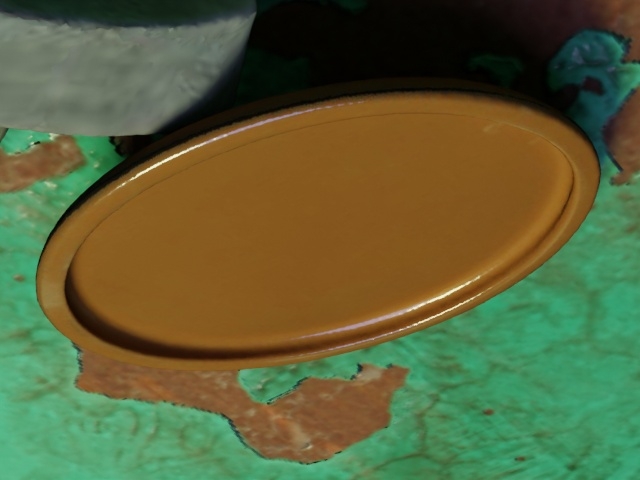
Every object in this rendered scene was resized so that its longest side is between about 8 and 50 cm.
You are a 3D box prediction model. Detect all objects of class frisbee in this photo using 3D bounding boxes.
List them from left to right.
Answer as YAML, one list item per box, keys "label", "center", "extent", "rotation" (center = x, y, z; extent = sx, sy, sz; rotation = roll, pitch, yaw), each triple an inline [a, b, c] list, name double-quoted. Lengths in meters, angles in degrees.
- label: "frisbee"
  center: [0.000, 0.000, 0.652]
  extent: [0.251, 0.021, 0.251]
  rotation: [-10, 154, -5]

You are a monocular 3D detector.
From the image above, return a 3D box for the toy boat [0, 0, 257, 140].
- label: "toy boat"
  center: [-0.201, -0.061, 0.564]
  extent: [0.293, 0.111, 0.276]
  rotation: [-33, 135, 31]
